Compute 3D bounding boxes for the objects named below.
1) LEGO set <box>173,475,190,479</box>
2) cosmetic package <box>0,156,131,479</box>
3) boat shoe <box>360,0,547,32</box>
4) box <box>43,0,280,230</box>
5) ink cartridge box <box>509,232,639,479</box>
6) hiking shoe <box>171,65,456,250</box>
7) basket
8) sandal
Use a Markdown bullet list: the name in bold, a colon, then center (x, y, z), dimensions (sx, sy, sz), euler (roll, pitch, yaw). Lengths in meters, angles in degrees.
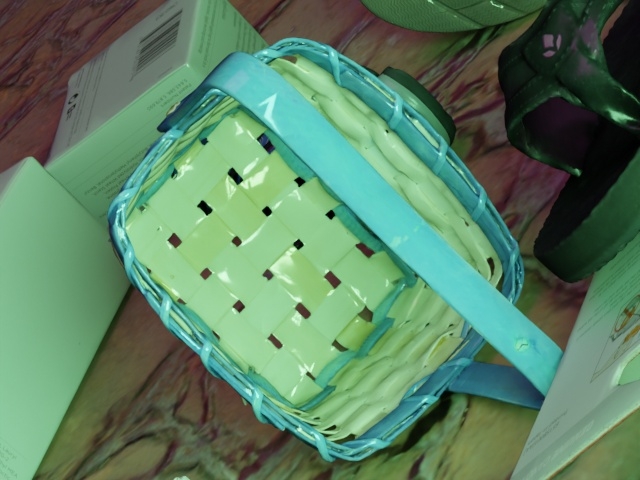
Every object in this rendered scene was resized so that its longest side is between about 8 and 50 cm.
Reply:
- **LEGO set**: center (-0.168, 0.212, 1.092), dimensions (0.227, 0.093, 0.087), euler (-24, 32, 37)
- **cosmetic package**: center (-0.329, 0.133, 1.392), dimensions (0.217, 0.156, 0.385), euler (-20, 33, 41)
- **boat shoe**: center (0.185, -0.272, 1.307), dimensions (0.355, 0.132, 0.130), euler (-20, 23, 25)
- **box**: center (-0.141, -0.117, 1.533), dimensions (0.182, 0.119, 0.181), euler (-34, 27, 22)
- **ink cartridge box**: center (0.202, 0.000, 0.770), dimensions (0.275, 0.060, 0.239), euler (-52, 7, 51)
- **hiking shoe**: center (-0.041, -0.051, 1.287), dimensions (0.304, 0.113, 0.132), euler (-11, 39, 50)
- **basket**: center (0.000, 0.000, 0.982), dimensions (0.201, 0.255, 0.289), euler (-47, 13, -11)
- **sandal**: center (0.160, -0.102, 0.927), dimensions (0.167, 0.107, 0.446), euler (-54, 2, 22)
